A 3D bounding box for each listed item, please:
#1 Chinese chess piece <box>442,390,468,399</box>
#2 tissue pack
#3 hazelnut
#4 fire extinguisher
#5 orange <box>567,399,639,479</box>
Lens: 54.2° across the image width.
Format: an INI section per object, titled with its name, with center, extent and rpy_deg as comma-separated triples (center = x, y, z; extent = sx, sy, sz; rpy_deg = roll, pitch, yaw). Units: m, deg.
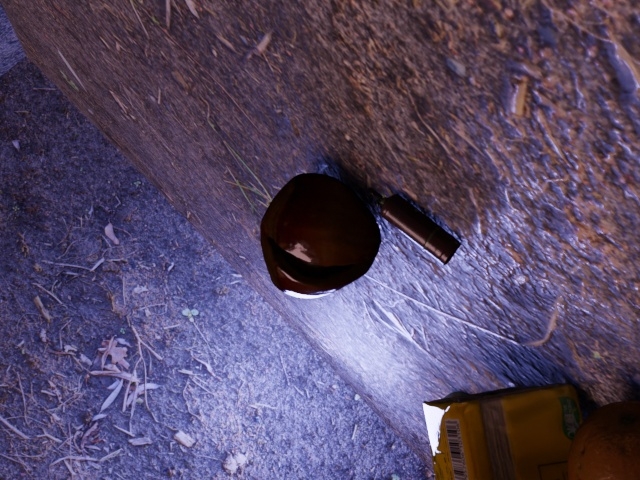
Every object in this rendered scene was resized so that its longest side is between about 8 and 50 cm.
[Chinese chess piece]
center = 0.394, 0.490, 1.561
extent = 0.250, 0.101, 0.250
rpy_deg = 40, 164, 14
[tissue pack]
center = 0.331, 0.451, 1.074
extent = 0.293, 0.228, 0.382
rpy_deg = 110, 154, -74
[hazelnut]
center = 0.000, 0.000, 1.108
extent = 0.217, 0.217, 0.252
rpy_deg = 40, 143, 17
[fire extinguisher]
center = 0.140, -0.026, 0.954
extent = 0.157, 0.045, 0.078
rpy_deg = 39, -174, 17
[orange]
center = 0.423, 0.311, 0.820
extent = 0.206, 0.206, 0.206
rpy_deg = 41, 165, 14
